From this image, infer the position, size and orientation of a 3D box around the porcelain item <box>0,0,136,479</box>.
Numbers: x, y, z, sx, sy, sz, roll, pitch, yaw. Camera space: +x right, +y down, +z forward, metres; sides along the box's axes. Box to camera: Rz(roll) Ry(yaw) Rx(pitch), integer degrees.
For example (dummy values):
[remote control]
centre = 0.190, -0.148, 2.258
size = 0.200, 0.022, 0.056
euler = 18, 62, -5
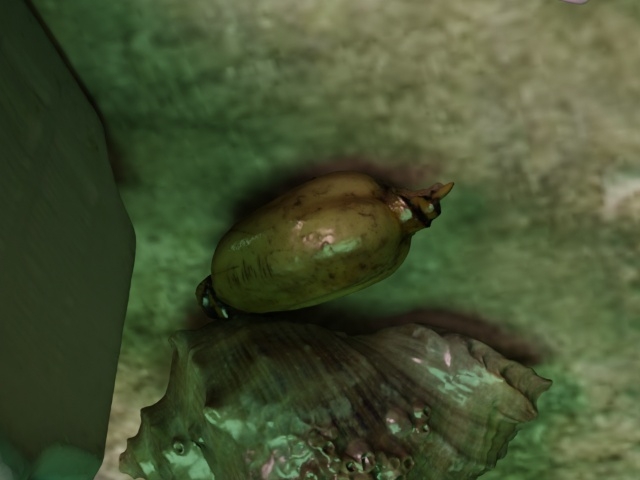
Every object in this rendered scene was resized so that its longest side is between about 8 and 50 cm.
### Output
[porcelain item]
centre = -0.212, -0.023, 0.632
size = 0.157, 0.286, 0.281
euler = -21, 125, 15

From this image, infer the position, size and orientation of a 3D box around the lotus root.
[lotus root]
centre = 0.000, 0.000, 0.762
size = 0.152, 0.063, 0.072
euler = -22, 160, 18

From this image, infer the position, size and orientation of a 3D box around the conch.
[conch]
centre = 0.012, 0.117, 0.829
size = 0.245, 0.163, 0.178
euler = -13, 161, -4

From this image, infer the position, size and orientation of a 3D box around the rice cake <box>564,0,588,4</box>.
[rice cake]
centre = -0.030, -0.171, 0.631
size = 0.365, 0.073, 0.056
euler = 14, 126, -7
